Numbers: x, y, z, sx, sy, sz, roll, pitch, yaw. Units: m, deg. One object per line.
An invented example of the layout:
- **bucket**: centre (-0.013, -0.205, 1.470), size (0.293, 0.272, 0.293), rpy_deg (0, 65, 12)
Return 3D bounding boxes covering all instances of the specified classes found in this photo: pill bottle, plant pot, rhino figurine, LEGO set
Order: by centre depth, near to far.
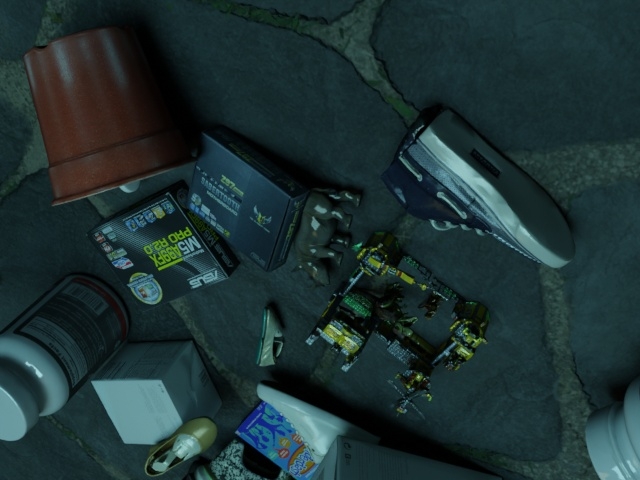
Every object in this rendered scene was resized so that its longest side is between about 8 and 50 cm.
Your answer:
- **pill bottle**: centre (0.652, 0.288, 1.330), size (0.229, 0.229, 0.407), rpy_deg (47, 127, -9)
- **plant pot**: centre (-0.390, -0.228, 1.466), size (0.272, 0.272, 0.265), rpy_deg (-12, 100, 30)
- **LEGO set**: centre (0.136, 0.166, 1.514), size (0.331, 0.192, 0.255), rpy_deg (44, 128, -6)
- **rhino figurine**: centre (0.000, 0.000, 1.548), size (0.106, 0.073, 0.243), rpy_deg (21, 128, 10)
- **pill bottle**: centre (-0.602, 0.251, 1.800), size (0.210, 0.363, 0.210), rpy_deg (12, 125, 18)

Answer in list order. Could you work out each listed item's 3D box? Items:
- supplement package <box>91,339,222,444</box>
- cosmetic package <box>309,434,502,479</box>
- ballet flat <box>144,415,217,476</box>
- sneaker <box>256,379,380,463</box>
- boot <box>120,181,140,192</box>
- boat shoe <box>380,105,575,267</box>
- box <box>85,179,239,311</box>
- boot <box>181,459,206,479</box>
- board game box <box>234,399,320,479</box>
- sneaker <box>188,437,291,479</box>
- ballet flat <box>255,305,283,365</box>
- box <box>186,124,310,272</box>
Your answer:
- **supplement package**: centre (-0.374, 0.351, 1.894), size (0.203, 0.149, 0.194), rpy_deg (-5, 118, 28)
- **cosmetic package**: centre (0.172, 0.565, 1.703), size (0.385, 0.156, 0.217), rpy_deg (17, 128, -9)
- **ballet flat**: centre (-0.307, 0.459, 1.794), size (0.080, 0.073, 0.232), rpy_deg (44, 127, -9)
- **sneaker**: centre (-0.024, 0.408, 1.771), size (0.290, 0.106, 0.123), rpy_deg (28, 91, 6)
- **boot**: centre (-0.435, -0.179, 1.647), size (0.086, 0.069, 0.190), rpy_deg (-12, 108, 39)
- **boat shoe**: centre (0.256, -0.060, 1.373), size (0.340, 0.127, 0.158), rpy_deg (46, 134, 2)
- **box**: centre (-0.333, 0.018, 1.720), size (0.270, 0.060, 0.216), rpy_deg (-21, 109, 34)
- **boot**: centre (-0.274, 0.674, 2.099), size (0.176, 0.088, 0.244), rpy_deg (12, 116, 18)
- **board game box**: centre (-0.073, 0.453, 1.885), size (0.210, 0.047, 0.160), rpy_deg (37, 128, -2)
- **sneaker**: centre (-0.104, 0.619, 1.936), size (0.410, 0.158, 0.182), rpy_deg (39, 90, -11)
- **ballet flat**: centre (-0.104, 0.202, 1.747), size (0.052, 0.057, 0.168), rpy_deg (4, 130, -10)
- **box**: centre (-0.142, -0.078, 1.533), size (0.232, 0.059, 0.183), rpy_deg (37, 130, 21)
